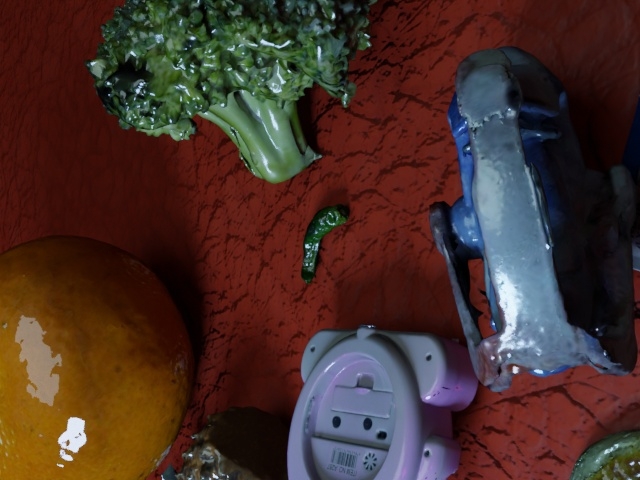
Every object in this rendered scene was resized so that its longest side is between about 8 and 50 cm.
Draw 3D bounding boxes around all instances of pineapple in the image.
[{"bbox_3d":[-0.167,0.383,1.133,0.365,0.165,0.166,-55,53,34],"label":"pineapple"}]

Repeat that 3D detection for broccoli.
[{"bbox_3d":[-0.116,-0.234,1.003,0.277,0.338,0.318,-93,11,-47],"label":"broccoli"}]

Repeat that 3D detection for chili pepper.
[{"bbox_3d":[-0.006,-0.004,1.050,0.118,0.035,0.055,-61,33,22],"label":"chili pepper"}]

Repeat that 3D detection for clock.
[{"bbox_3d":[0.054,0.222,0.900,0.227,0.090,0.248,-4,68,47],"label":"clock"}]

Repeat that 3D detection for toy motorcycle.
[{"bbox_3d":[0.197,-0.036,0.706,0.241,0.181,0.319,111,150,-79],"label":"toy motorcycle"}]

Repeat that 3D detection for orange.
[{"bbox_3d":[-0.384,0.204,1.241,0.423,0.326,0.424,3,96,28],"label":"orange"}]

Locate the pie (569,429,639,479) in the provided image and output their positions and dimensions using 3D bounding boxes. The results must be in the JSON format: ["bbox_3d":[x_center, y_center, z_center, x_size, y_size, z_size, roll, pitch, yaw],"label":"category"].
[{"bbox_3d":[0.298,0.263,0.716,0.186,0.041,0.187,0,90,46],"label":"pie"}]

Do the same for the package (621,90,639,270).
[{"bbox_3d":[0.327,-0.041,0.695,0.173,0.027,0.171,28,113,50],"label":"package"}]
